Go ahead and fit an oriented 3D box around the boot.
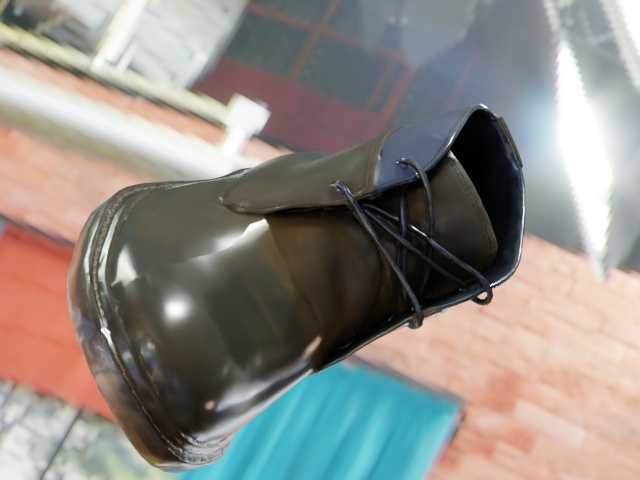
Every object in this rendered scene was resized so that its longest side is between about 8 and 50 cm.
[{"bbox_3d":[0.000,0.000,0.562,0.082,0.106,0.219,63,14,-7],"label":"boot"}]
